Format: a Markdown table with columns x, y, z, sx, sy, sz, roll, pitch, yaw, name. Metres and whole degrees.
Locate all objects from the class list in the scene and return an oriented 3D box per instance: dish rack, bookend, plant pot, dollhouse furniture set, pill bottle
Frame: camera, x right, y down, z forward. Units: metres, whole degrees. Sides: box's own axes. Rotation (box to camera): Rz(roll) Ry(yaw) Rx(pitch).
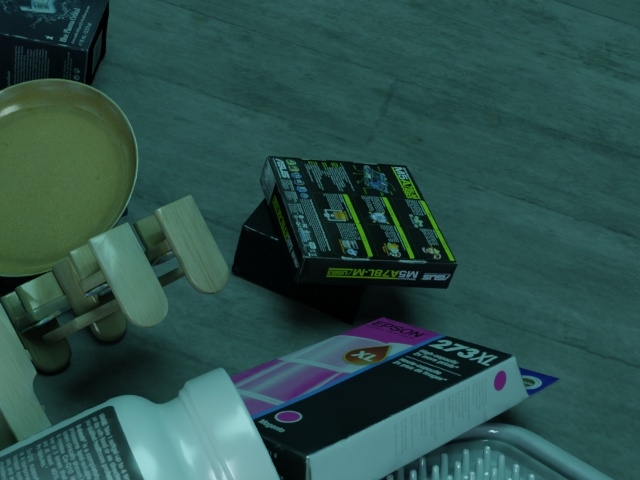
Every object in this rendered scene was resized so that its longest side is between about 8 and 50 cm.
| x | y | z | sx | sy | sz | roll | pitch | yaw | name |
| --- | --- | --- | --- | --- | --- | --- | --- | --- | --- |
| 0.100 | 0.250 | 0.915 | 0.333 | 0.072 | 0.285 | -5 | 12 | -24 | dish rack |
| 0.000 | 0.000 | 1.261 | 0.156 | 0.072 | 0.157 | 23 | 37 | 8 | bookend |
| -0.307 | -0.066 | 1.149 | 0.236 | 0.032 | 0.236 | -3 | 68 | 8 | plant pot |
| -0.215 | 0.097 | 0.975 | 0.242 | 0.212 | 0.161 | -29 | 92 | -42 | dollhouse furniture set |
| -0.172 | 0.213 | 0.793 | 0.278 | 0.162 | 0.162 | -24 | 49 | -11 | pill bottle |

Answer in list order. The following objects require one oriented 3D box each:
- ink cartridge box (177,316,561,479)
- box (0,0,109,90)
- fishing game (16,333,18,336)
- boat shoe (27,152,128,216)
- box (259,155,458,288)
| x | y | z | sx | sy | sz | roll | pitch | yaw | name |
| --- | --- | --- | --- | --- | --- | --- | --- | --- | --- |
| 0.059 | 0.146 | 1.029 | 0.371 | 0.069 | 0.176 | -14 | 19 | -43 | ink cartridge box |
| -0.383 | -0.273 | 1.452 | 0.158 | 0.093 | 0.156 | 10 | 38 | -6 | box |
| -0.425 | 0.032 | 1.066 | 0.264 | 0.041 | 0.189 | 38 | 18 | 10 | fishing game |
| -0.312 | -0.082 | 1.251 | 0.089 | 0.109 | 0.258 | -20 | 33 | -29 | boat shoe |
| 0.040 | -0.023 | 1.210 | 0.184 | 0.045 | 0.190 | 4 | 38 | -22 | box |
